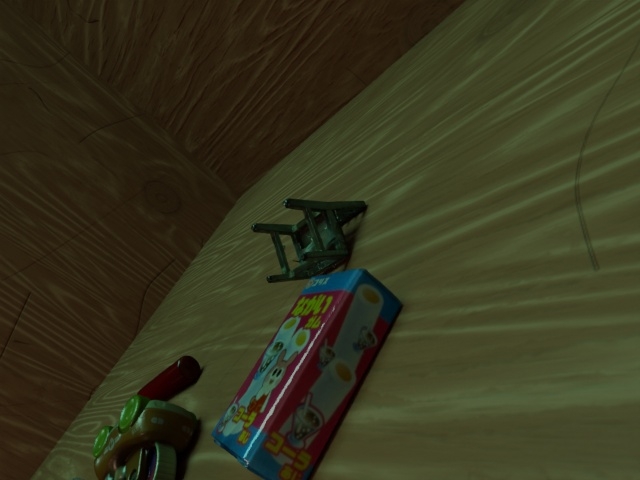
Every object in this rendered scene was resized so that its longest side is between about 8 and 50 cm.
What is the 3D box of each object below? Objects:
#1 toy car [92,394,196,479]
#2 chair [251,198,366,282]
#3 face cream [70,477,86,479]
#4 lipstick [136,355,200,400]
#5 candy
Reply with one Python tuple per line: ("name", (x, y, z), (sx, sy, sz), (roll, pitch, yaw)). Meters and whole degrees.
("toy car", (-0.360, 0.457, 0.950), (0.235, 0.145, 0.235), (-34, 38, 32))
("chair", (0.000, 0.000, 1.060), (0.270, 0.147, 0.136), (-1, -24, -48))
("face cream", (-0.488, 0.634, 0.891), (0.089, 0.143, 0.314), (-56, 13, 45))
("lipstick", (-0.433, 0.402, 1.333), (0.280, 0.073, 0.073), (-37, 20, 37))
("candy", (-0.019, 0.190, 0.699), (0.305, 0.100, 0.157), (-58, 17, -24))
